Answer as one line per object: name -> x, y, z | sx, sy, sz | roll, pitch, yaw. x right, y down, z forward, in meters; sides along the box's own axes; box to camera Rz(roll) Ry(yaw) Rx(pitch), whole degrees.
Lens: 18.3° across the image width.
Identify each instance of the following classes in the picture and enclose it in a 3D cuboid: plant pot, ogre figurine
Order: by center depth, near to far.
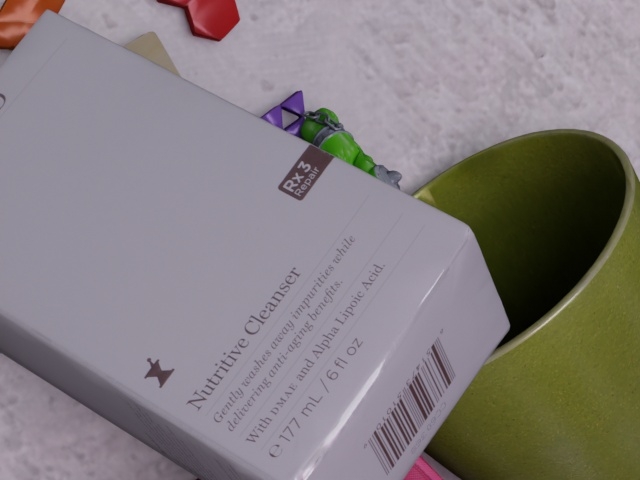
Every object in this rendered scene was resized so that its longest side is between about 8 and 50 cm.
ogre figurine -> 0.000, 0.000, 1.530 | 0.197, 0.118, 0.097 | -56, 132, -17
plant pot -> 0.194, 0.112, 1.555 | 0.275, 0.275, 0.293 | -46, 117, -15

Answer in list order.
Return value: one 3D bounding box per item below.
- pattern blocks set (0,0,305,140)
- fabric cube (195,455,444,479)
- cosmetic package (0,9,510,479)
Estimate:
pattern blocks set -> -0.162, -0.066, 1.543 | 0.324, 0.026, 0.285 | -24, 96, -18
fabric cube -> 0.000, 0.299, 1.470 | 0.259, 0.254, 0.258 | 45, 74, -12
cosmetic package -> -0.091, 0.025, 1.359 | 0.385, 0.156, 0.217 | 27, 72, 26
